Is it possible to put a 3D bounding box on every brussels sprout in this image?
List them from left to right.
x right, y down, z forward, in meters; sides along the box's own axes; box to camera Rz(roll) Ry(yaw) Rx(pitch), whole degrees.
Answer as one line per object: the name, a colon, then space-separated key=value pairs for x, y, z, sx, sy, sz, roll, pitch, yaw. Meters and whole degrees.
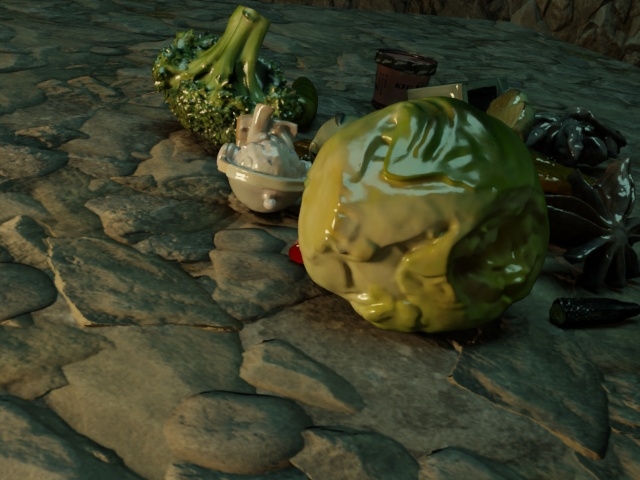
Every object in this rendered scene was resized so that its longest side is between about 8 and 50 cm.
brussels sprout: x=0.140 y=-0.042 z=1.215 sx=0.344 sy=0.268 sz=0.344 roll=16 pitch=40 yaw=-13

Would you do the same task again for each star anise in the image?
star anise: x=0.526 y=-0.228 z=2.023 sx=0.315 sy=0.139 sz=0.359 roll=9 pitch=13 yaw=1
star anise: x=0.433 y=-0.021 z=1.463 sx=0.257 sy=0.198 sz=0.110 roll=-27 pitch=6 yaw=-39

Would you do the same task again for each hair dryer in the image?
hair dryer: x=0.100 y=-0.148 z=1.506 sx=0.298 sy=0.119 sz=0.296 roll=-5 pitch=19 yaw=27

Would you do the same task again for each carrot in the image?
carrot: x=-0.041 y=-0.320 z=2.097 sx=0.074 sy=0.074 sz=0.358 roll=9 pitch=19 yaw=-2

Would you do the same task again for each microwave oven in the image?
microwave oven: x=0.307 y=-0.287 z=2.052 sx=0.162 sy=0.122 sz=0.208 roll=-1 pitch=11 yaw=39

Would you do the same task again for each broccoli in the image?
broccoli: x=-0.175 y=-0.298 z=1.783 sx=0.288 sy=0.260 sz=0.235 roll=25 pitch=-19 yaw=-7

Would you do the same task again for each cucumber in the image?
cucumber: x=0.396 y=0.100 z=1.311 sx=0.163 sy=0.043 sz=0.039 roll=3 pitch=-19 yaw=-24

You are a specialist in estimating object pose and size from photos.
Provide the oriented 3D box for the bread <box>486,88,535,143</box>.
bread: x=0.370 y=-0.221 z=1.897 sx=0.064 sy=0.172 sz=0.232 roll=38 pitch=17 yaw=-12

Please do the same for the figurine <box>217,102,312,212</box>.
figurine: x=-0.085 y=-0.126 z=1.506 sx=0.162 sy=0.141 sz=0.237 roll=12 pitch=22 yaw=-8

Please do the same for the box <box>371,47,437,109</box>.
box: x=0.195 y=-0.384 z=2.260 sx=0.151 sy=0.135 sz=0.151 roll=12 pitch=21 yaw=-5

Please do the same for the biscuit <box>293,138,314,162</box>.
biscuit: x=0.034 y=-0.145 z=1.737 sx=0.226 sy=0.042 sz=0.226 roll=9 pitch=21 yaw=-3

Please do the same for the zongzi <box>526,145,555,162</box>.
zongzi: x=0.295 y=-0.147 z=1.743 sx=0.242 sy=0.112 sz=0.221 roll=13 pitch=20 yaw=24

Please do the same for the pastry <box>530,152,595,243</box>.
pastry: x=0.354 y=-0.078 z=1.623 sx=0.240 sy=0.132 sz=0.235 roll=20 pitch=15 yaw=7

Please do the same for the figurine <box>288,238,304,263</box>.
figurine: x=0.000 y=0.000 z=1.339 sx=0.083 sy=0.067 sz=0.071 roll=-20 pitch=17 yaw=33
